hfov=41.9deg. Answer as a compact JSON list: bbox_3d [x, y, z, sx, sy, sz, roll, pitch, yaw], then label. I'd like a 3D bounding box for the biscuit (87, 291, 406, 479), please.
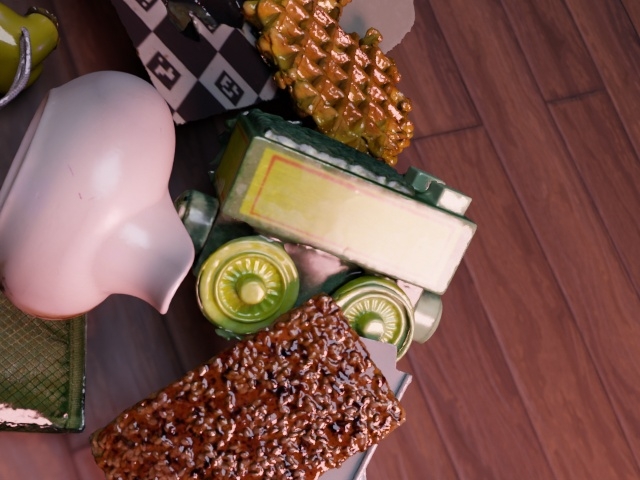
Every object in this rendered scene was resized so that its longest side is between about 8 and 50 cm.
[{"bbox_3d":[-0.060,0.153,0.678,0.237,0.026,0.131,-31,84,-4],"label":"biscuit"}]

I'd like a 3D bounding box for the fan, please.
[{"bbox_3d":[0.056,-0.369,1.057,0.182,0.010,0.310,25,65,-18],"label":"fan"}]

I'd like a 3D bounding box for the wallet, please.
[{"bbox_3d":[-0.301,0.071,0.668,0.236,0.055,0.160,16,61,-40],"label":"wallet"}]

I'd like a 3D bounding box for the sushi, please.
[{"bbox_3d":[-0.138,-0.246,0.839,0.292,0.059,0.294,61,32,2],"label":"sushi"}]

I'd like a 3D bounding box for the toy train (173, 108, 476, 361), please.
[{"bbox_3d":[0.000,0.000,0.769,0.272,0.159,0.188,22,101,-16],"label":"toy train"}]

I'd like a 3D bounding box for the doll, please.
[{"bbox_3d":[-0.323,-0.141,0.689,0.135,0.143,0.220,38,34,-11],"label":"doll"}]

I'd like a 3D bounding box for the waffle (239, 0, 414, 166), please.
[{"bbox_3d":[0.017,-0.186,0.903,0.229,0.051,0.231,-3,69,-55],"label":"waffle"}]

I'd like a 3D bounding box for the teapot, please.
[{"bbox_3d":[-0.180,-0.037,0.675,0.140,0.204,0.298,22,19,-22],"label":"teapot"}]

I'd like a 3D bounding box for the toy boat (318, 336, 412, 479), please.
[{"bbox_3d":[-0.010,0.216,0.701,0.221,0.067,0.291,26,90,3],"label":"toy boat"}]
